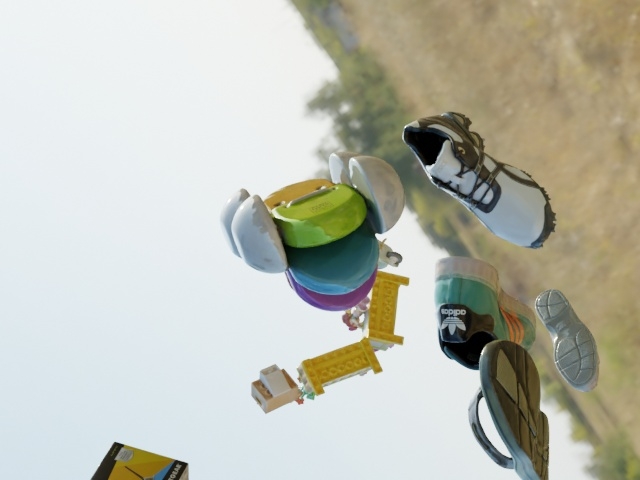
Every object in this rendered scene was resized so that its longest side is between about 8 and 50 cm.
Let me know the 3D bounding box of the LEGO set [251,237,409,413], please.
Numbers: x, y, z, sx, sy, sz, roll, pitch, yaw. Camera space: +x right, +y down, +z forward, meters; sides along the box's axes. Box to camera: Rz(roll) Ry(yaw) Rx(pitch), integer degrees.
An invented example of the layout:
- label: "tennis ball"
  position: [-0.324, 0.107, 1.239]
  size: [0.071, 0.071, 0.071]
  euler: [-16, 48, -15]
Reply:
- label: "LEGO set"
  position: [0.021, 0.129, 1.676]
  size: [0.132, 0.287, 0.107]
  euler: [33, 151, -1]

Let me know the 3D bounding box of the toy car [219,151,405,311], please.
- label: "toy car"
  position: [0.000, 0.000, 1.264]
  size: [0.182, 0.159, 0.136]
  euler: [-154, 44, -76]

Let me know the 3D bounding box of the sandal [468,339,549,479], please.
- label: "sandal"
  position: [0.231, 0.233, 1.678]
  size: [0.303, 0.086, 0.120]
  euler: [65, -148, -51]

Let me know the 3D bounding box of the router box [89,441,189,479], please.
- label: "router box"
  position: [-0.299, 0.405, 2.089]
  size: [0.179, 0.133, 0.046]
  euler: [-62, -20, -49]

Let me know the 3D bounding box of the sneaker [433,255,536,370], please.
- label: "sneaker"
  position: [0.216, 0.127, 1.818]
  size: [0.302, 0.108, 0.121]
  euler: [42, -127, -57]

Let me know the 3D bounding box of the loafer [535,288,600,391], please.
- label: "loafer"
  position: [0.252, 0.102, 1.334]
  size: [0.039, 0.045, 0.125]
  euler: [45, -160, -43]

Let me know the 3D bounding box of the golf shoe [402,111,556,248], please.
- label: "golf shoe"
  position: [0.159, -0.059, 1.410]
  size: [0.094, 0.077, 0.198]
  euler: [-2, -141, -48]
